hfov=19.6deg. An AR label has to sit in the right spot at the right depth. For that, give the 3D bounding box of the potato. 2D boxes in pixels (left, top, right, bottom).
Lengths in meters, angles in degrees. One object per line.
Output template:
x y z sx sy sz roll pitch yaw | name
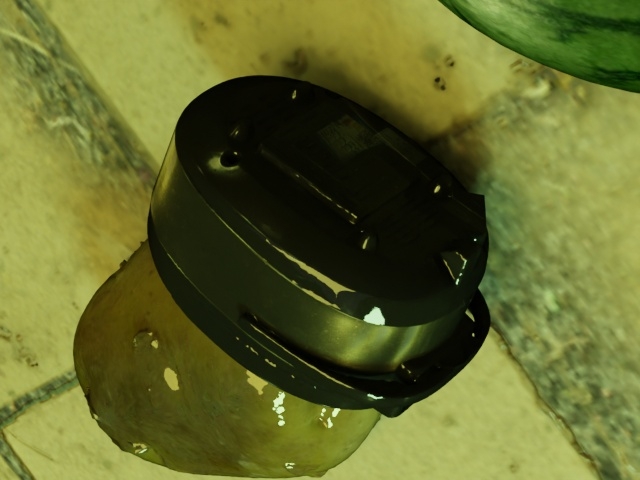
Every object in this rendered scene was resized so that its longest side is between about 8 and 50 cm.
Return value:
-0.060 0.067 0.964 0.200 0.081 0.164 -16 109 48 | potato

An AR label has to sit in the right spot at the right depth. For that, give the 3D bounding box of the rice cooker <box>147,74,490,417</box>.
0.000 0.000 0.818 0.165 0.112 0.106 33 134 20 | rice cooker

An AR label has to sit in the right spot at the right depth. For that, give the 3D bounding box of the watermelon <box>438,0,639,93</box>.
0.110 -0.154 0.472 0.242 0.242 0.242 26 137 27 | watermelon
